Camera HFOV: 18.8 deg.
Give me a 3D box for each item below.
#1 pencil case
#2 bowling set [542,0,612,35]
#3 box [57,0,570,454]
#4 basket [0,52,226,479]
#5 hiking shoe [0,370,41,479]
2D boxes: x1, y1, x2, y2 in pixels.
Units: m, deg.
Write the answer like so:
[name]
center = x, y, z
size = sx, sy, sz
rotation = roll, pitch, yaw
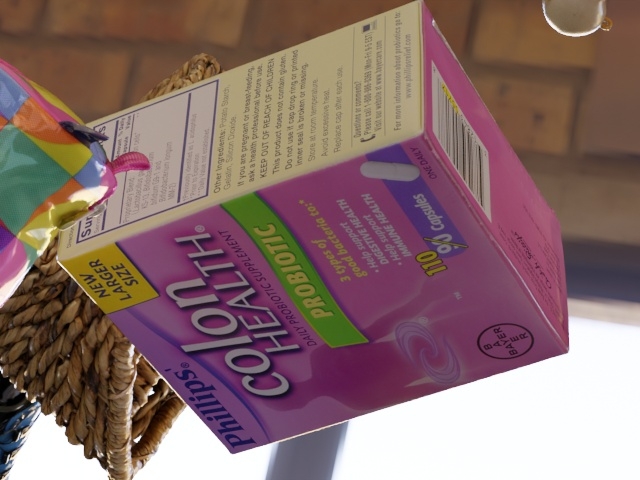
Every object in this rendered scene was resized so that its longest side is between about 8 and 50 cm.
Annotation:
[pencil case]
center = -0.198, 0.016, 0.954
size = 0.104, 0.236, 0.104
rotation = 43, -1, 1
[bowling set]
center = 0.268, -0.204, 1.388
size = 0.287, 0.200, 0.154
rotation = 27, -64, -32
[box]
center = 0.000, 0.000, 1.189
size = 0.243, 0.117, 0.213
rotation = -18, -47, 21
[basket]
center = -0.122, 0.018, 1.620
size = 0.223, 0.299, 0.213
rotation = 47, -40, -11
[hiking shoe]
center = -0.324, 0.176, 1.794
size = 0.113, 0.304, 0.132
rotation = 22, -13, -3
